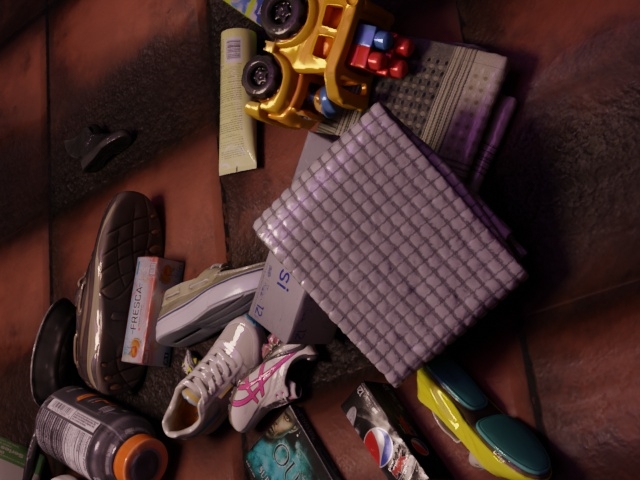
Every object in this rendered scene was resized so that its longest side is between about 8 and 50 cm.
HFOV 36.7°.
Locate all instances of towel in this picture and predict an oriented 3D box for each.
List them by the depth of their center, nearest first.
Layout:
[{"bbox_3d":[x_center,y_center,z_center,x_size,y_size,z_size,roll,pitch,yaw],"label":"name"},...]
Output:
[{"bbox_3d":[0.090,0.003,1.209,0.235,0.121,0.284,-43,91,6],"label":"towel"},{"bbox_3d":[0.112,-0.135,1.371,0.312,0.056,0.324,26,99,46],"label":"towel"}]

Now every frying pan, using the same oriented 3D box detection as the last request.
[{"bbox_3d":[-0.475,0.257,1.691,0.053,0.197,0.326,8,63,6],"label":"frying pan"}]

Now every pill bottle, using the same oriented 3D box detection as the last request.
[{"bbox_3d":[-0.359,0.335,1.606,0.245,0.130,0.130,14,88,43],"label":"pill bottle"}]

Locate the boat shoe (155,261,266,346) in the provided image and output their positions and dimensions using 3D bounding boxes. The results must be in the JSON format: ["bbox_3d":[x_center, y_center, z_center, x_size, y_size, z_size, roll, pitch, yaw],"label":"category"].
[{"bbox_3d":[-0.163,0.084,1.514,0.302,0.109,0.094,-25,61,38],"label":"boat shoe"}]

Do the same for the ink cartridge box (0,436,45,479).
[{"bbox_3d":[-0.603,0.512,1.702,0.201,0.117,0.278,-55,17,17],"label":"ink cartridge box"}]

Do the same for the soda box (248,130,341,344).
[{"bbox_3d":[0.000,0.000,1.346,0.098,0.091,0.286,33,110,44],"label":"soda box"}]

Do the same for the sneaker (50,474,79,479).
[{"bbox_3d":[-0.479,0.583,1.633,0.135,0.150,0.366,-10,72,39],"label":"sneaker"}]

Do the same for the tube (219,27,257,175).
[{"bbox_3d":[-0.137,-0.231,1.611,0.070,0.062,0.240,121,149,-80],"label":"tube"}]

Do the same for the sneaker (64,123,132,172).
[{"bbox_3d":[-0.430,-0.193,1.863,0.170,0.051,0.089,-33,63,35],"label":"sneaker"}]

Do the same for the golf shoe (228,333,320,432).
[{"bbox_3d":[-0.071,0.216,1.420,0.086,0.067,0.186,43,108,38],"label":"golf shoe"}]

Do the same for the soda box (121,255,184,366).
[{"bbox_3d":[-0.284,0.120,1.640,0.058,0.063,0.183,0,78,42],"label":"soda box"}]

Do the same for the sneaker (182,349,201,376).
[{"bbox_3d":[-0.202,0.207,1.567,0.031,0.035,0.083,-68,25,20],"label":"sneaker"}]

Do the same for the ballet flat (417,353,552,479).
[{"bbox_3d":[0.193,0.232,1.185,0.231,0.077,0.077,46,131,42],"label":"ballet flat"}]

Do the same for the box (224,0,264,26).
[{"bbox_3d":[-0.097,-0.426,1.632,0.178,0.042,0.109,42,107,41],"label":"box"}]

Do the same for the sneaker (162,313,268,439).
[{"bbox_3d":[-0.158,0.214,1.469,0.087,0.092,0.229,38,109,22],"label":"sneaker"}]

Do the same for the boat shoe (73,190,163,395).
[{"bbox_3d":[-0.373,0.087,1.684,0.130,0.132,0.355,-1,77,42],"label":"boat shoe"}]

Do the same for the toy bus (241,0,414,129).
[{"bbox_3d":[0.020,-0.249,1.369,0.211,0.149,0.220,23,98,30],"label":"toy bus"}]

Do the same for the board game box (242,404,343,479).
[{"bbox_3d":[-0.032,0.346,1.378,0.126,0.026,0.186,-51,51,20],"label":"board game box"}]

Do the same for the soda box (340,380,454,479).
[{"bbox_3d":[0.098,0.263,1.260,0.053,0.060,0.169,-52,51,20],"label":"soda box"}]
